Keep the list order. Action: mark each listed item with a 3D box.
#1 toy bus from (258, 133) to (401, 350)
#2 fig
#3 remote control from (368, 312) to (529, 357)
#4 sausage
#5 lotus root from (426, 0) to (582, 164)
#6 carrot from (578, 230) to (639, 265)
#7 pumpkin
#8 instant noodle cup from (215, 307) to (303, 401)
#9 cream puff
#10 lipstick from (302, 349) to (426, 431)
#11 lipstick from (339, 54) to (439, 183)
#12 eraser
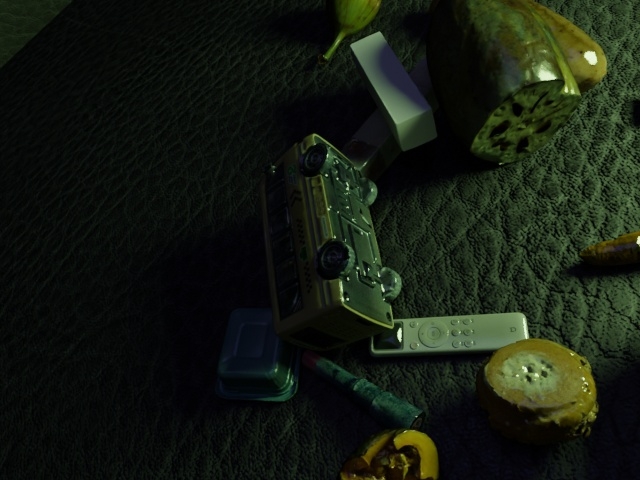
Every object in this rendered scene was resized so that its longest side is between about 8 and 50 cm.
[{"bbox_3d":[0.000,0.000,0.968,0.201,0.177,0.366,-28,53,27],"label":"toy bus"},{"bbox_3d":[0.074,-0.574,1.412,0.151,0.151,0.259,9,85,26],"label":"fig"},{"bbox_3d":[0.208,0.157,0.897,0.260,0.029,0.067,-6,55,17],"label":"remote control"},{"bbox_3d":[0.426,-0.474,1.197,0.136,0.123,0.501,-51,50,17],"label":"sausage"},{"bbox_3d":[0.325,-0.343,1.033,0.250,0.250,0.346,-16,64,10],"label":"lotus root"},{"bbox_3d":[0.577,-0.003,0.854,0.314,0.066,0.066,-13,53,17],"label":"carrot"},{"bbox_3d":[0.081,0.350,0.760,0.183,0.119,0.107,-53,19,-24],"label":"pumpkin"},{"bbox_3d":[-0.112,0.193,0.971,0.157,0.070,0.179,-3,55,17],"label":"instant noodle cup"},{"bbox_3d":[0.305,0.219,0.763,0.150,0.115,0.165,-42,43,-19],"label":"cream puff"},{"bbox_3d":[0.058,0.243,0.880,0.234,0.053,0.053,25,68,34],"label":"lipstick"},{"bbox_3d":[0.177,-0.271,1.177,0.079,0.076,0.371,29,71,35],"label":"lipstick"},{"bbox_3d":[0.146,-0.318,1.121,0.076,0.078,0.298,-24,51,5],"label":"eraser"}]
